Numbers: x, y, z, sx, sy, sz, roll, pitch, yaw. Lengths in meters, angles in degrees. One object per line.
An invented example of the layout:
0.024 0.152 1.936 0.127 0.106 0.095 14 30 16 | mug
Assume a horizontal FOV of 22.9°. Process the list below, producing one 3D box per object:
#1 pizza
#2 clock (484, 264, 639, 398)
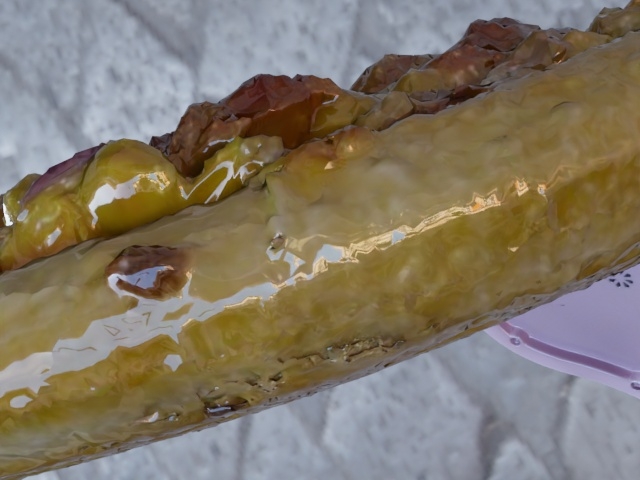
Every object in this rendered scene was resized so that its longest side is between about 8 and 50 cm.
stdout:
0.000 0.000 0.541 0.278 0.409 0.114 -27 -80 -85 | pizza
0.218 -0.004 1.100 0.275 0.080 0.290 31 145 3 | clock
